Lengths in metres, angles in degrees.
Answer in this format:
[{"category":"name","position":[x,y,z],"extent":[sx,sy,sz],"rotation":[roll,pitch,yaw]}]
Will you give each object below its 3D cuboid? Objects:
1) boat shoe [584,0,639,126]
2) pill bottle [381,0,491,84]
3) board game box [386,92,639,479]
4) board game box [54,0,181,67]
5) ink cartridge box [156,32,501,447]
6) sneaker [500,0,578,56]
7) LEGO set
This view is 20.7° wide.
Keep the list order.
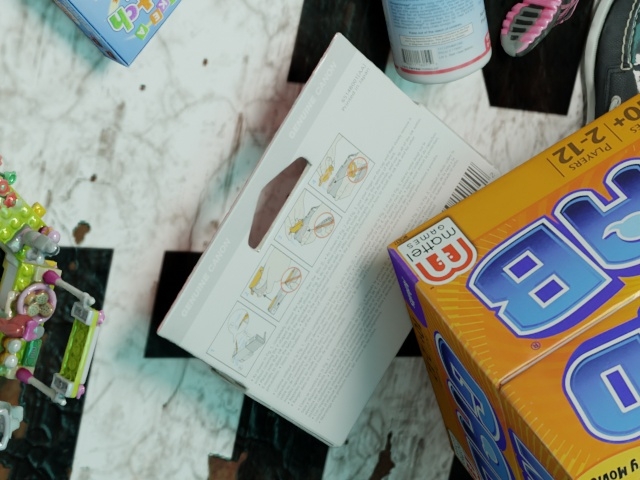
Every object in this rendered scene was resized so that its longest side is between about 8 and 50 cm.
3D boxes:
[{"category":"boat shoe","position":[0.314,-0.122,1.716],"extent":[0.114,0.091,0.303],"rotation":[-6,110,-37]},{"category":"pill bottle","position":[0.094,-0.222,1.504],"extent":[0.087,0.087,0.160],"rotation":[-30,123,-27]},{"category":"board game box","position":[0.325,0.127,1.537],"extent":[0.356,0.356,0.356],"rotation":[-31,142,-8]},{"category":"board game box","position":[-0.162,-0.256,1.308],"extent":[0.160,0.039,0.211],"rotation":[-53,135,-11]},{"category":"ink cartridge box","position":[0.000,0.000,1.526],"extent":[0.261,0.066,0.296],"rotation":[37,82,-42]},{"category":"sneaker","position":[0.216,-0.215,1.639],"extent":[0.119,0.047,0.057],"rotation":[-54,142,-8]},{"category":"LEGO set","position":[-0.234,0.026,1.319],"extent":[0.132,0.107,0.287],"rotation":[-16,116,-34]}]
